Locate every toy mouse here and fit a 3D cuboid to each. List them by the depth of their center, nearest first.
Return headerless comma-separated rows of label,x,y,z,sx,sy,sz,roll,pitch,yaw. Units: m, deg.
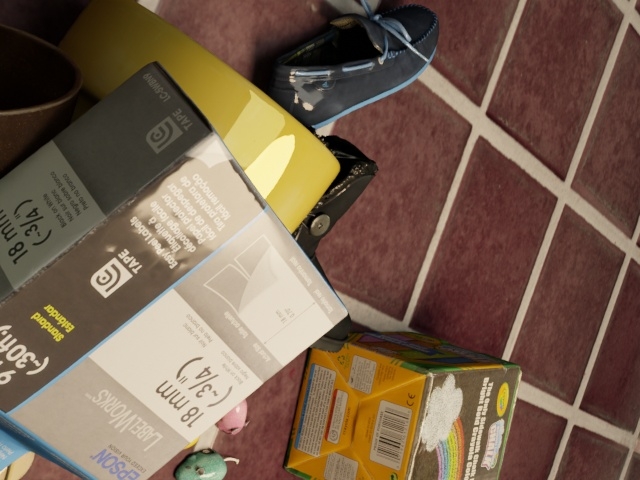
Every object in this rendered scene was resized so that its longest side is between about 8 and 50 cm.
toy mouse,-0.114,0.220,1.302,0.161,0.031,0.143,-56,139,-22

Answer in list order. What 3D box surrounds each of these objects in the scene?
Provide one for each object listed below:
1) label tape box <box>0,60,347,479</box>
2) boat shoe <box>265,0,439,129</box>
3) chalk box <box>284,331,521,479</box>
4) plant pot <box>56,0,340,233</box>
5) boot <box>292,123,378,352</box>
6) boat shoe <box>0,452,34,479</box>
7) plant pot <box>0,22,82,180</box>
label tape box,-0.172,0.071,0.831,0.334,0.106,0.240,-39,140,-3
boat shoe,0.047,-0.204,1.286,0.258,0.109,0.089,-42,144,-38
chalk box,0.124,0.220,1.486,0.289,0.179,0.180,7,97,-53
plant pot,-0.151,-0.043,1.004,0.239,0.254,0.254,-54,141,-2
boot,0.000,0.000,1.270,0.246,0.094,0.207,29,100,-46
boat shoe,-0.296,0.169,0.999,0.098,0.109,0.302,4,106,-56
plant pot,-0.297,-0.028,0.862,0.215,0.215,0.230,-16,128,-48
